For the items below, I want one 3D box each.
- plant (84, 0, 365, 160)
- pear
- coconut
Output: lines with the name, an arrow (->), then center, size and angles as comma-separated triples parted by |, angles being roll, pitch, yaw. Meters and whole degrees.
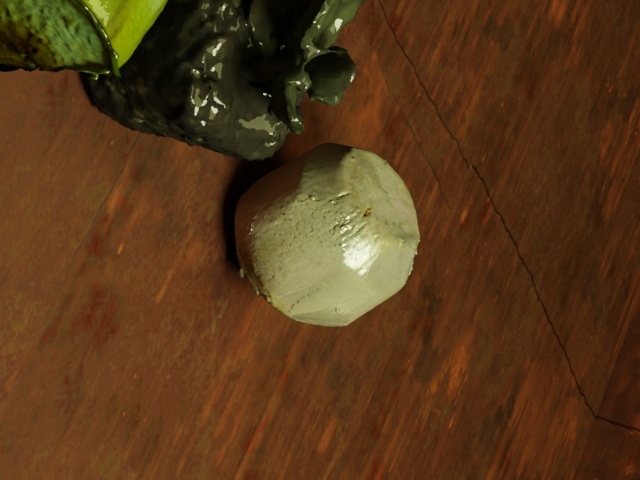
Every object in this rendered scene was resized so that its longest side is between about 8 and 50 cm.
plant -> -0.085, -0.203, 1.862 | 0.213, 0.312, 0.215 | 23, 77, -64
pear -> -0.240, -0.288, 1.633 | 0.255, 0.238, 0.164 | -53, 136, -34
coconut -> -0.001, 0.001, 2.175 | 0.227, 0.230, 0.227 | 36, 34, -30
